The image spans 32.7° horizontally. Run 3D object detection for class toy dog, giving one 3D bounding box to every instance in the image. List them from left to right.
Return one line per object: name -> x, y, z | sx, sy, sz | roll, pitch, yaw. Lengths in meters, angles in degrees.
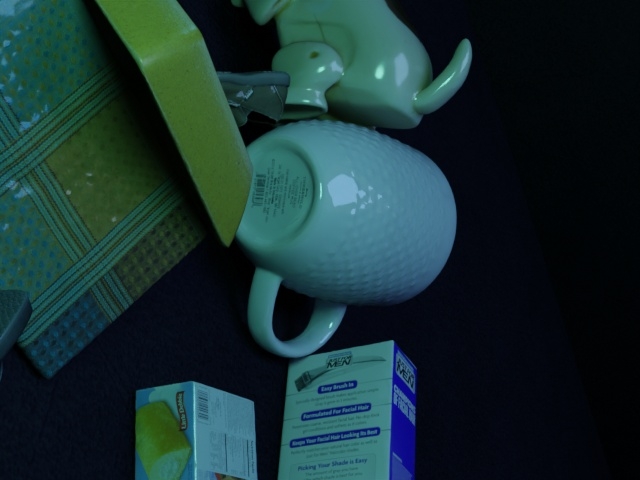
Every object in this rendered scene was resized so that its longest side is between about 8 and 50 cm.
toy dog -> 0.038, -0.382, 1.768 | 0.285, 0.396, 0.407 | 17, 69, -51

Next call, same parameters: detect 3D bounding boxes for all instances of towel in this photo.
towel -> -0.290, -0.072, 1.152 | 0.271, 0.040, 0.370 | -44, 125, -27

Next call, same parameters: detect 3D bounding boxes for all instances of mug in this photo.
mug -> 0.000, 0.000, 1.661 | 0.328, 0.276, 0.374 | 14, 96, -58

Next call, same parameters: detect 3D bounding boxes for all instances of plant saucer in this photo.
plant saucer -> -0.186, -0.202, 1.243 | 0.333, 0.081, 0.332 | 54, -11, 34

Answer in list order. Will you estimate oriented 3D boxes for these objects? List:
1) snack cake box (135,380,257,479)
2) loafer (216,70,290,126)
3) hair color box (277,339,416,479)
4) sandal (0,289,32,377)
snack cake box -> -0.149, 0.318, 1.335 | 0.152, 0.089, 0.264 | 35, 47, -59
loafer -> -0.140, -0.195, 1.553 | 0.251, 0.094, 0.087 | -10, 99, -41
hair color box -> 0.040, 0.330, 1.626 | 0.110, 0.185, 0.338 | 49, 36, -47
sandal -> -0.348, 0.142, 0.998 | 0.254, 0.097, 0.054 | -63, 147, -42
